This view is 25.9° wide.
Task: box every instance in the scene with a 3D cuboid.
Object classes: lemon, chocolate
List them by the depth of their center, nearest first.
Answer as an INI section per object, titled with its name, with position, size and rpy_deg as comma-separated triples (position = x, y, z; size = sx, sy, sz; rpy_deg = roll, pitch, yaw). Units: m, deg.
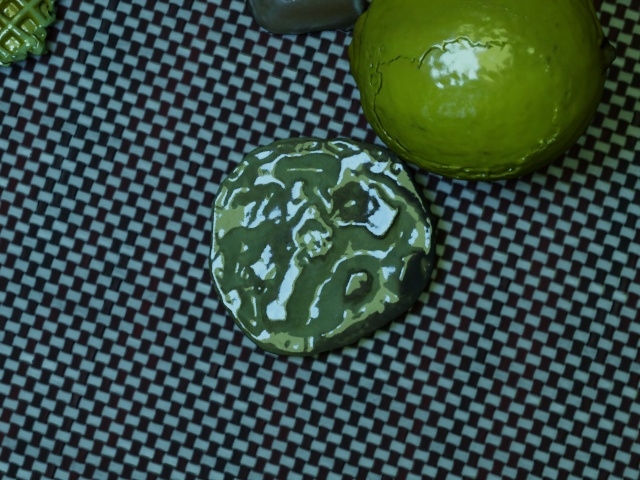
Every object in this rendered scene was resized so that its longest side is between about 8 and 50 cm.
[lemon]
position = 0.186, -0.207, 1.633
size = 0.297, 0.297, 0.297
rpy_deg = 0, 85, 5
[chocolate]
position = -0.030, -0.392, 1.764
size = 0.161, 0.083, 0.261
rpy_deg = -9, 84, 2

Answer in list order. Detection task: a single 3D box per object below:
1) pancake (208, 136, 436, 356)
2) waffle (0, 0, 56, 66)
[pancake]
position = 0.000, 0.000, 1.744
size = 0.294, 0.049, 0.294
rpy_deg = 0, 87, 7
[waffle]
position = -0.439, -0.315, 1.803
size = 0.214, 0.054, 0.208
rpy_deg = -3, 81, 7
